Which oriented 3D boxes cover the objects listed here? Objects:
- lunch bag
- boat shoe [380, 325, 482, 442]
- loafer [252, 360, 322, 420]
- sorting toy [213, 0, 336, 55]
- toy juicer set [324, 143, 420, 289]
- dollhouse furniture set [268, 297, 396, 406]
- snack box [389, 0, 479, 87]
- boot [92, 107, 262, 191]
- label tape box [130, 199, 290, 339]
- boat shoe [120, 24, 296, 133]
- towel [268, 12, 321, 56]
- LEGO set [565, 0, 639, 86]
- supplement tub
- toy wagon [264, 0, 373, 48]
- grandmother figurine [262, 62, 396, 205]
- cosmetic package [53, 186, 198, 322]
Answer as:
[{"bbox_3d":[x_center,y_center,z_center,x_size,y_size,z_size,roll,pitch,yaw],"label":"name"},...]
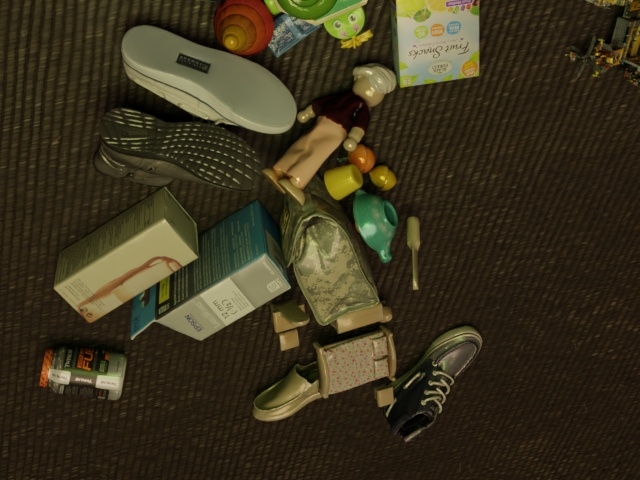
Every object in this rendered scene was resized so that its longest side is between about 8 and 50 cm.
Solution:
[{"bbox_3d":[0.000,0.000,1.842,0.169,0.235,0.287,-22,121,6],"label":"lunch bag"},{"bbox_3d":[0.300,0.380,2.160,0.127,0.158,0.340,35,110,-25],"label":"boat shoe"},{"bbox_3d":[-0.059,0.370,2.138,0.268,0.102,0.092,-26,120,-4],"label":"loafer"},{"bbox_3d":[-0.054,-0.440,1.530,0.365,0.126,0.127,-26,113,22],"label":"sorting toy"},{"bbox_3d":[0.126,-0.064,1.849,0.089,0.209,0.329,-22,116,30],"label":"toy juicer set"},{"bbox_3d":[0.058,0.300,2.000,0.303,0.174,0.355,-14,111,-20],"label":"dollhouse furniture set"},{"bbox_3d":[0.236,-0.433,1.721,0.174,0.070,0.207,-10,123,-4],"label":"snack box"},{"bbox_3d":[-0.296,-0.164,1.726,0.338,0.223,0.118,20,71,-9],"label":"boot"},{"bbox_3d":[-0.246,0.088,1.846,0.348,0.249,0.115,-32,120,10],"label":"label tape box"},{"bbox_3d":[-0.230,-0.294,1.684,0.367,0.136,0.156,21,157,-7],"label":"boat shoe"},{"bbox_3d":[-0.063,-0.431,1.698,0.119,0.029,0.067,-32,119,11],"label":"towel"},{"bbox_3d":[0.644,-0.438,1.672,0.192,0.255,0.331,-19,138,-29],"label":"LEGO set"},{"bbox_3d":[-0.570,0.317,2.009,0.190,0.117,0.117,10,118,-15],"label":"supplement tub"},{"bbox_3d":[0.007,-0.521,1.586,0.267,0.068,0.344,-19,115,18],"label":"toy wagon"},{"bbox_3d":[0.026,-0.237,1.738,0.342,0.208,0.104,-47,143,-7],"label":"grandmother figurine"},{"bbox_3d":[-0.427,0.032,1.845,0.296,0.153,0.129,-30,122,11],"label":"cosmetic package"}]
